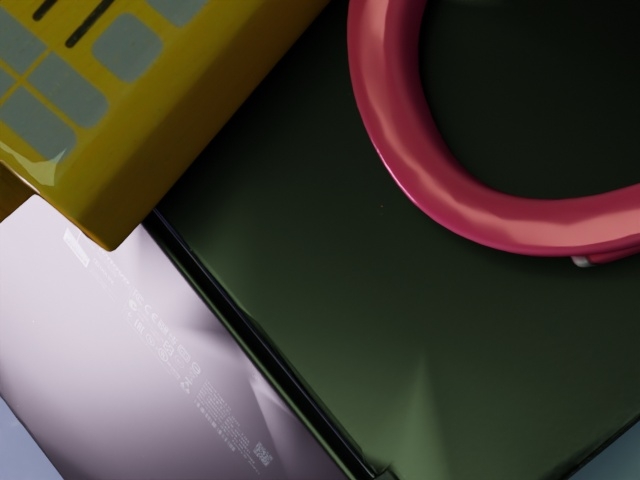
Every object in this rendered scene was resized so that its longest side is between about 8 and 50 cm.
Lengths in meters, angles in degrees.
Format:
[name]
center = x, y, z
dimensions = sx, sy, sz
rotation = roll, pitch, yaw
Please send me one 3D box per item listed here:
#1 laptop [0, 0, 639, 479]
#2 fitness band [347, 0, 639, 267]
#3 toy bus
[laptop]
center = 0.000, 0.000, 0.978
dimensions = 0.382, 0.236, 0.408
rotation = 50, 144, 15
[fitness band]
center = 0.152, -0.108, 0.811
dimensions = 0.291, 0.054, 0.209
rotation = -22, 79, 20
[toy bus]
center = -0.088, -0.113, 0.847
dimensions = 0.130, 0.108, 0.332
rotation = 39, 85, 13
